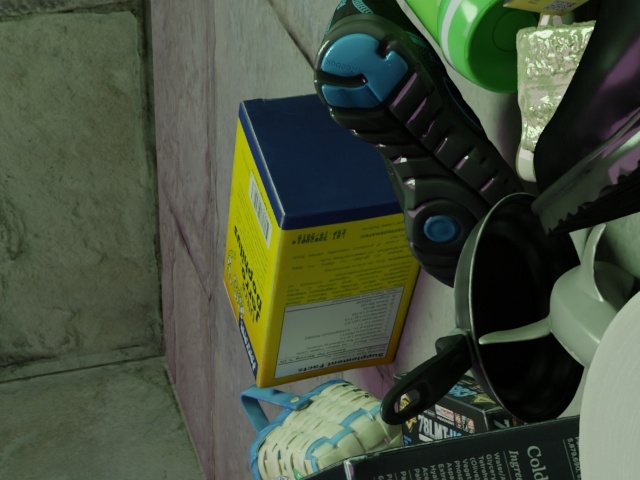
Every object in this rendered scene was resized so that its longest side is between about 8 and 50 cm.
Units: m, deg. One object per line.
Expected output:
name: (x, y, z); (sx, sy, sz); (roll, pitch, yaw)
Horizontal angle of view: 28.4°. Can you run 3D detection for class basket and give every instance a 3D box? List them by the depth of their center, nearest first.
basket: (0.010, 0.306, 1.660); (0.254, 0.201, 0.289); (61, 158, -9)

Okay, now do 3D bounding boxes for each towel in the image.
towel: (0.217, -0.120, 0.984); (0.148, 0.027, 0.110); (-1, 100, 42)

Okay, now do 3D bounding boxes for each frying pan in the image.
frying pan: (0.143, 0.098, 1.038); (0.053, 0.326, 0.197); (-7, 124, 39)

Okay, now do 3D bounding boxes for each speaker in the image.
speaker: (0.125, -0.257, 1.169); (0.296, 0.131, 0.131); (-117, 24, -47)

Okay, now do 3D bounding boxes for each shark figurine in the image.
shark figurine: (0.225, 0.049, 0.919); (0.278, 0.166, 0.116); (-138, 47, -65)

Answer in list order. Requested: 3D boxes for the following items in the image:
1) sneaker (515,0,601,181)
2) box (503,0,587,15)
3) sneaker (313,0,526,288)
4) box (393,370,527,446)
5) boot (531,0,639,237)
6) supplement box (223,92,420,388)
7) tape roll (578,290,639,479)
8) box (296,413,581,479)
sneaker: (0.221, -0.119, 1.044); (0.086, 0.064, 0.192); (39, 132, 45)
box: (0.182, -0.300, 0.981); (0.087, 0.058, 0.232); (154, 117, -63)
sneaker: (0.114, -0.094, 1.207); (0.341, 0.125, 0.139); (58, -156, -31)
box: (0.173, 0.301, 1.394); (0.295, 0.073, 0.293); (-178, 80, -74)
boot: (0.198, -0.180, 0.757); (0.348, 0.131, 0.260); (-53, 53, 53)
supplement box: (0.000, 0.000, 1.610); (0.356, 0.194, 0.195); (101, 155, -49)
tape roll: (0.303, 0.181, 0.705); (0.392, 0.072, 0.392); (37, 136, 47)
box: (0.142, 0.254, 1.038); (0.343, 0.313, 0.178); (129, 130, -70)
